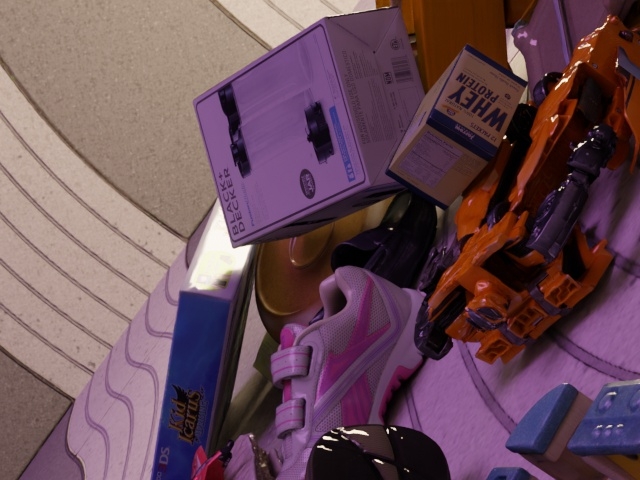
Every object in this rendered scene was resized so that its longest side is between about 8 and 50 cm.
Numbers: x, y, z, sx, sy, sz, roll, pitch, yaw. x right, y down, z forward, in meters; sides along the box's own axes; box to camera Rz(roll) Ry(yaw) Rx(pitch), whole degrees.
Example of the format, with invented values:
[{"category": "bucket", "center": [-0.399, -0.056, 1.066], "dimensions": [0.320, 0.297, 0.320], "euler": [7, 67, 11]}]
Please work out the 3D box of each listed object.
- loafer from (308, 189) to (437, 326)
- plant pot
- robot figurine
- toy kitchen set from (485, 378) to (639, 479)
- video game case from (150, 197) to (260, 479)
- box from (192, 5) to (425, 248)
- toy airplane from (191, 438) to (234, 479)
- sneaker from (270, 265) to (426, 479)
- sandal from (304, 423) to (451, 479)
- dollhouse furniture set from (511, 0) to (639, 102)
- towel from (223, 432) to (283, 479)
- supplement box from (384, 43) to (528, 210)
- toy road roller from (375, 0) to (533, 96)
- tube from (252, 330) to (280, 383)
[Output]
[{"category": "loafer", "center": [0.051, 0.021, 1.644], "dimensions": [0.076, 0.078, 0.223], "euler": [-45, 15, 46]}, {"category": "plant pot", "center": [0.000, 0.000, 1.850], "dimensions": [0.236, 0.032, 0.236], "euler": [-38, 38, 37]}, {"category": "robot figurine", "center": [0.161, -0.030, 1.264], "dimensions": [0.211, 0.085, 0.291], "euler": [-47, 12, 44]}, {"category": "toy kitchen set", "center": [0.093, 0.157, 0.864], "dimensions": [0.207, 0.122, 0.166], "euler": [-59, 10, -15]}, {"category": "video game case", "center": [-0.123, 0.119, 1.908], "dimensions": [0.244, 0.061, 0.269], "euler": [-73, -5, -64]}, {"category": "box", "center": [-0.009, -0.103, 1.719], "dimensions": [0.087, 0.169, 0.290], "euler": [-13, -4, -31]}, {"category": "toy airplane", "center": [-0.119, 0.244, 1.596], "dimensions": [0.151, 0.028, 0.151], "euler": [-54, 10, 14]}, {"category": "sneaker", "center": [0.000, 0.126, 1.442], "dimensions": [0.252, 0.111, 0.103], "euler": [-62, 11, -30]}, {"category": "sandal", "center": [0.030, 0.221, 1.072], "dimensions": [0.303, 0.120, 0.086], "euler": [-71, -10, -62]}, {"category": "dollhouse furniture set", "center": [0.263, -0.227, 1.481], "dimensions": [0.197, 0.151, 0.301], "euler": [110, 162, -48]}, {"category": "towel", "center": [-0.093, 0.287, 1.566], "dimensions": [0.187, 0.049, 0.282], "euler": [-56, 11, 9]}, {"category": "supplement box", "center": [0.101, -0.084, 1.312], "dimensions": [0.083, 0.056, 0.083], "euler": [-51, 10, 54]}, {"category": "toy road roller", "center": [0.179, -0.252, 1.727], "dimensions": [0.202, 0.241, 0.329], "euler": [-154, 61, -80]}, {"category": "tube", "center": [-0.003, 0.043, 1.903], "dimensions": [0.240, 0.062, 0.070], "euler": [-60, -23, 0]}]
